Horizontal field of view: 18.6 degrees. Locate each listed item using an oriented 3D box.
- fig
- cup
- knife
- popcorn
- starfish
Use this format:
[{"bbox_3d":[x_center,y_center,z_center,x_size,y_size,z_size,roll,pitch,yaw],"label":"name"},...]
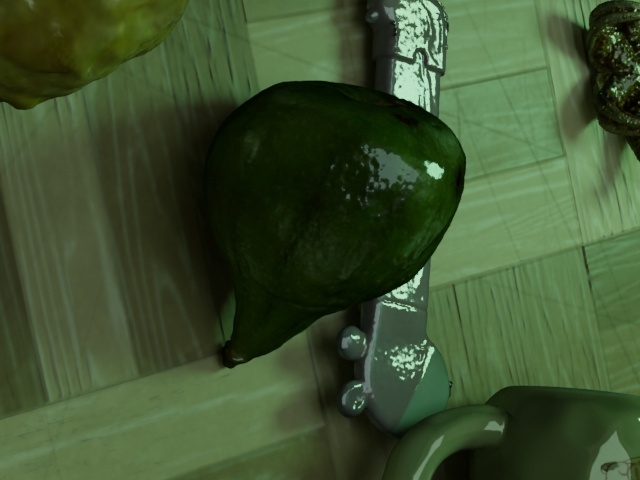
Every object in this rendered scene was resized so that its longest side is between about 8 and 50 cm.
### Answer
[{"bbox_3d":[0.000,0.000,1.507,0.203,0.203,0.235,6,104,-38],"label":"fig"},{"bbox_3d":[0.168,0.225,1.640,0.255,0.173,0.202,6,82,-5],"label":"cup"},{"bbox_3d":[0.065,-0.033,1.639,0.132,0.038,0.399,13,77,-44],"label":"knife"},{"bbox_3d":[-0.191,-0.193,1.353,0.253,0.190,0.191,-24,108,-41],"label":"popcorn"},{"bbox_3d":[0.316,-0.143,1.825,0.146,0.074,0.190,-10,92,-38],"label":"starfish"}]
